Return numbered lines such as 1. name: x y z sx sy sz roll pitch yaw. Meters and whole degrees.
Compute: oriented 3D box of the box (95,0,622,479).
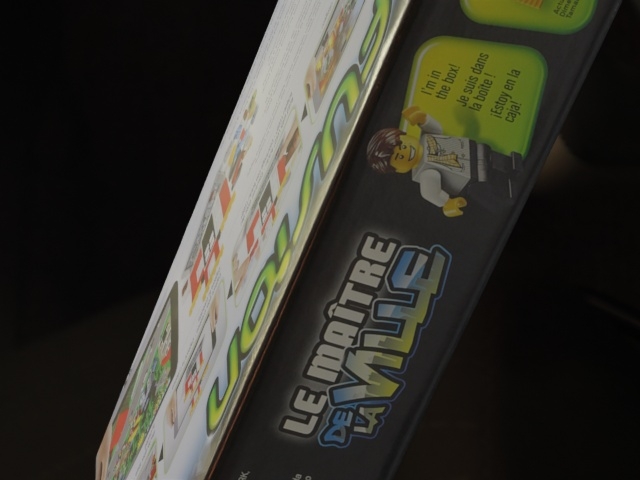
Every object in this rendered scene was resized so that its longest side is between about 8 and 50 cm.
1. box: 0.000 0.000 0.407 0.114 0.036 0.207 -100 31 -62
